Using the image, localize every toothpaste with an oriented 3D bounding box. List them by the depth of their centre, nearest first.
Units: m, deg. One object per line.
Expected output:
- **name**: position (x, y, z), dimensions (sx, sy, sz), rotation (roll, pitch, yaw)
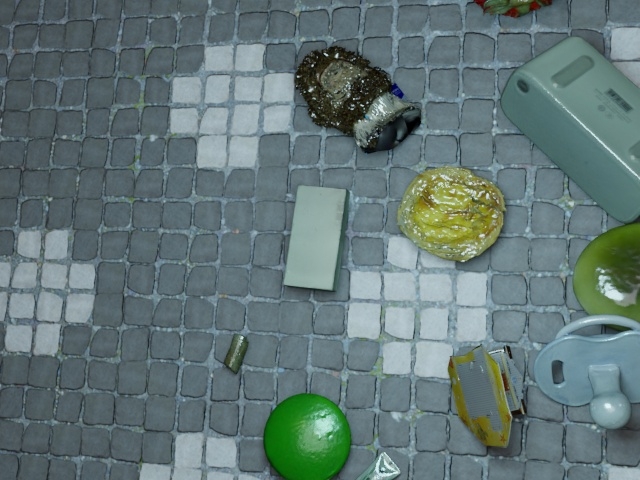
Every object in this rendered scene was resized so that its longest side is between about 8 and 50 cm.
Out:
- **toothpaste**: position (0.085, 0.575, 1.923), dimensions (0.218, 0.041, 0.064), rotation (-42, 68, 0)
- **toothpaste**: position (0.197, -0.349, 2.057), dimensions (0.024, 0.015, 0.083), rotation (-34, 70, -1)

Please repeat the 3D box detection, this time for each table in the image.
- **table**: position (0.000, 0.000, 1.998), dimensions (0.122, 0.111, 0.240), rotation (7, 83, 15)

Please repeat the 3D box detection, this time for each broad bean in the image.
- **broad bean**: position (0.691, 0.076, 1.809), dimensions (0.291, 0.119, 0.237), rotation (-20, 77, 11)

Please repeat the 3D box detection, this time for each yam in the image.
- **yam**: position (-0.204, 0.273, 2.040), dimensions (0.043, 0.043, 0.094), rotation (21, 85, 16)

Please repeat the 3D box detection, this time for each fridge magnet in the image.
- **fridge magnet**: position (-0.030, 0.457, 1.943), dimensions (0.208, 0.088, 0.207), rotation (-2, 81, 13)

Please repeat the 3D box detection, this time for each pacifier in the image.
- **pacifier**: position (0.592, 0.287, 1.743), dimensions (0.287, 0.238, 0.225), rotation (-4, 36, 10)

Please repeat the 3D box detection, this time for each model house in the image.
- **model house**: position (0.398, 0.331, 1.838), dimensions (0.136, 0.207, 0.219), rotation (-9, 76, -25)

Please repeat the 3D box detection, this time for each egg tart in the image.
- **egg tart**: position (0.300, -0.055, 1.944), dimensions (0.253, 0.098, 0.231), rotation (-5, 73, 9)

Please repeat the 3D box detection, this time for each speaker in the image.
- **speaker**: position (0.605, -0.250, 1.840), dimensions (0.184, 0.183, 0.406), rotation (-37, 73, -18)

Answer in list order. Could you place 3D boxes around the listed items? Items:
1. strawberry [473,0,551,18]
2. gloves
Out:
- **strawberry**: position (0.430, -0.648, 1.984), dimensions (0.254, 0.150, 0.280), rotation (-14, 75, -9)
- **gloves**: position (0.076, -0.336, 2.021), dimensions (0.210, 0.135, 0.312), rotation (-42, 74, 4)
